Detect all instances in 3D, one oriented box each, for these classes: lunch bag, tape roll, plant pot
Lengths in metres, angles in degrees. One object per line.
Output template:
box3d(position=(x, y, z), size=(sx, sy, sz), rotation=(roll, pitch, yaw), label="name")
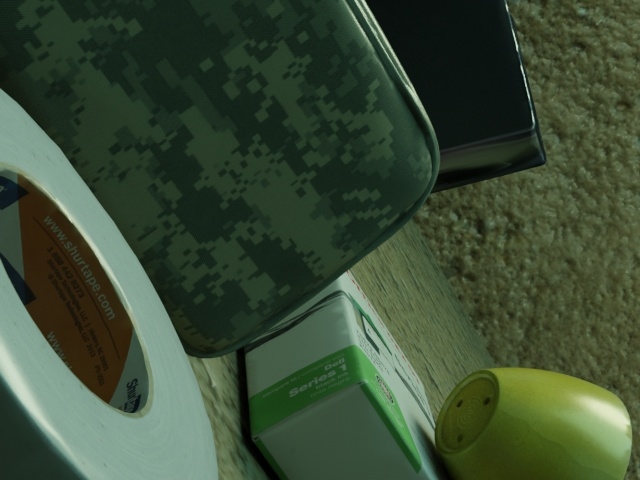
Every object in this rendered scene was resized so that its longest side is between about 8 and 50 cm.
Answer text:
box3d(position=(-0.105, -0.124, 0.836), size=(0.305, 0.212, 0.256), rotation=(55, -7, -35), label="lunch bag")
box3d(position=(-0.126, 0.036, 0.553), size=(0.219, 0.072, 0.219), rotation=(58, 9, -15), label="tape roll")
box3d(position=(0.138, 0.144, 0.997), size=(0.095, 0.134, 0.134), rotation=(32, 19, -23), label="plant pot")

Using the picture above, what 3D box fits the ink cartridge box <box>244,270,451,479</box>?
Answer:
box3d(position=(0.019, 0.125, 1.042), size=(0.160, 0.093, 0.219), rotation=(57, 9, -24), label="ink cartridge box")

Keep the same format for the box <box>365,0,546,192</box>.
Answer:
box3d(position=(0.056, -0.135, 1.388), size=(0.294, 0.296, 0.182), rotation=(17, 59, -78), label="box")

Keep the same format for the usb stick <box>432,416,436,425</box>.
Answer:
box3d(position=(0.103, 0.202, 1.455), size=(0.278, 0.045, 0.077), rotation=(59, 1, -3), label="usb stick")
